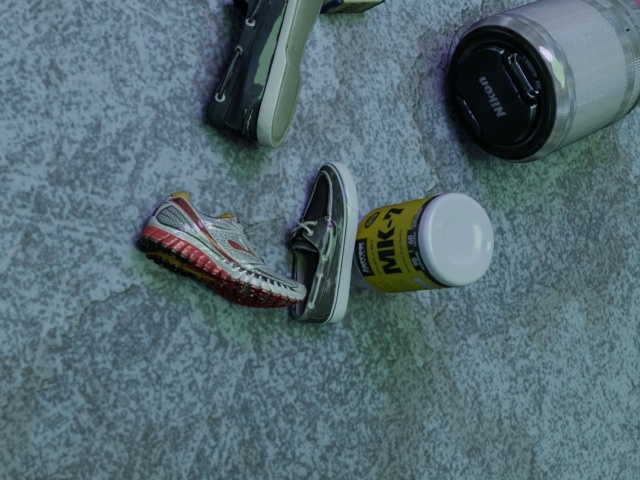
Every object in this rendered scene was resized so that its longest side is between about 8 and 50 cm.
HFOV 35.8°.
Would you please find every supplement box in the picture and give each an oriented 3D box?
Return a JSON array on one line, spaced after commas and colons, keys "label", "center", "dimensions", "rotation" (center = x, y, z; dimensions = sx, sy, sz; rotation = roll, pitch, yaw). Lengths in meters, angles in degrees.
[{"label": "supplement box", "center": [0.036, -0.366, 1.389], "dimensions": [0.083, 0.056, 0.083], "rotation": [-11, 90, -35]}]

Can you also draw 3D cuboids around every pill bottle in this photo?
[{"label": "pill bottle", "center": [0.116, 0.008, 1.302], "dimensions": [0.119, 0.208, 0.119], "rotation": [5, 81, -34]}]

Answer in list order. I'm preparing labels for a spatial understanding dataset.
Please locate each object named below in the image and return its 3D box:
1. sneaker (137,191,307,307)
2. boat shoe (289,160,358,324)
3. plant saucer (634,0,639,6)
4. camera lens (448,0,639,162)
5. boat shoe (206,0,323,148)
[{"label": "sneaker", "center": [-0.107, 0.015, 1.222], "dimensions": [0.225, 0.088, 0.092], "rotation": [31, 65, -24]}, {"label": "boat shoe", "center": [0.000, 0.000, 1.305], "dimensions": [0.070, 0.078, 0.219], "rotation": [7, 82, -34]}, {"label": "plant saucer", "center": [0.628, -0.408, 1.779], "dimensions": [0.332, 0.084, 0.332], "rotation": [4, 82, -34]}, {"label": "camera lens", "center": [0.347, -0.251, 1.486], "dimensions": [0.274, 0.219, 0.219], "rotation": [-25, 98, -34]}, {"label": "boat shoe", "center": [-0.068, -0.289, 1.281], "dimensions": [0.113, 0.127, 0.340], "rotation": [11, 84, 13]}]
